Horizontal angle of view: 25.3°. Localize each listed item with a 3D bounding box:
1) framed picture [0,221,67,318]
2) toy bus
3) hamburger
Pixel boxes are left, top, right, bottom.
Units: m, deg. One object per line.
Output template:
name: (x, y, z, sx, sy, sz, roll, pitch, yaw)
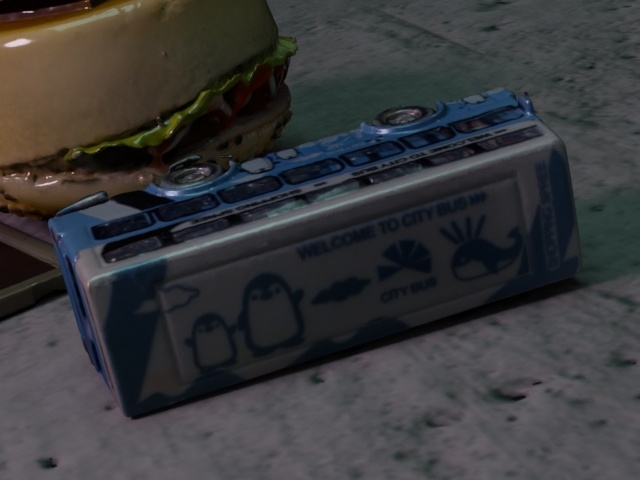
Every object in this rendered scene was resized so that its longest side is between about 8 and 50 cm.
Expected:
framed picture: (-0.328, 0.051, 0.991, 0.289, 0.020, 0.211, -23, 24, -30)
toy bus: (0.000, 0.000, 0.837, 0.297, 0.106, 0.131, -17, 23, -10)
hamburger: (-0.164, -0.118, 1.123, 0.300, 0.176, 0.300, -10, 22, 4)
